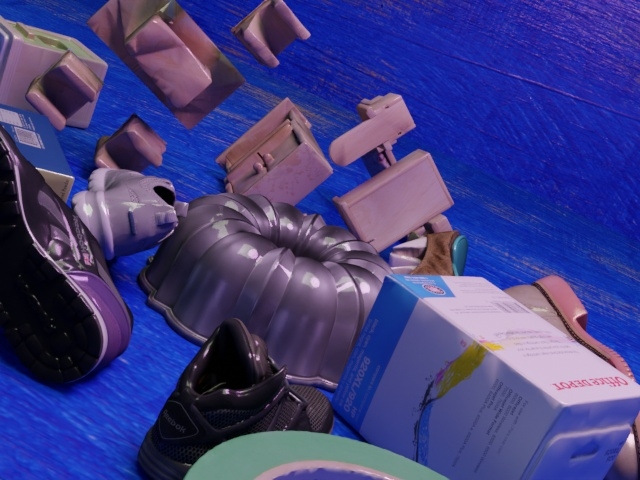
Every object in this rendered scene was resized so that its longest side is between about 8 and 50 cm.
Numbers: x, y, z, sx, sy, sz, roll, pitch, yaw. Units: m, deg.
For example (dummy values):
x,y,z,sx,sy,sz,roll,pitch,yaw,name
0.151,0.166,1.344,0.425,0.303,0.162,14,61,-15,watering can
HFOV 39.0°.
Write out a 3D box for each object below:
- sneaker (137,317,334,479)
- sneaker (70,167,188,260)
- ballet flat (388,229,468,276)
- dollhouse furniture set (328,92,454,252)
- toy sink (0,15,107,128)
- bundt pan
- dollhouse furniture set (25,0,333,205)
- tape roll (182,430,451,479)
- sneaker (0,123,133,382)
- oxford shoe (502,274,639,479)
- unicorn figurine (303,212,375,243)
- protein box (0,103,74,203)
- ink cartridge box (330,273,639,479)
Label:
x,y,z,sx,sy,sz,roll,pitch,yaw,name
-0.046,0.136,0.789,0.087,0.130,0.228,37,19,33,sneaker
-0.208,-0.026,1.039,0.115,0.105,0.281,-6,13,-6,sneaker
0.160,0.054,1.398,0.124,0.116,0.342,6,18,10,ballet flat
0.066,-0.113,1.622,0.303,0.174,0.355,61,-9,-22,dollhouse furniture set
-0.504,-0.293,1.512,0.234,0.131,0.153,8,22,-41,toy sink
-0.045,0.041,1.098,0.331,0.124,0.331,20,17,-6,bundt pan
-0.180,-0.236,1.413,0.394,0.362,0.256,47,8,-24,dollhouse furniture set
0.040,0.256,0.620,0.321,0.077,0.321,22,16,-6,tape roll
-0.274,-0.003,0.843,0.283,0.107,0.124,61,12,1,sneaker
0.301,0.190,1.154,0.147,0.140,0.397,-10,27,-3,oxford shoe
0.000,0.000,1.418,0.162,0.060,0.111,6,18,-1,unicorn figurine
-0.391,-0.067,0.947,0.201,0.135,0.200,13,19,-30,protein box
0.165,0.162,0.913,0.171,0.168,0.233,5,24,-45,ink cartridge box
